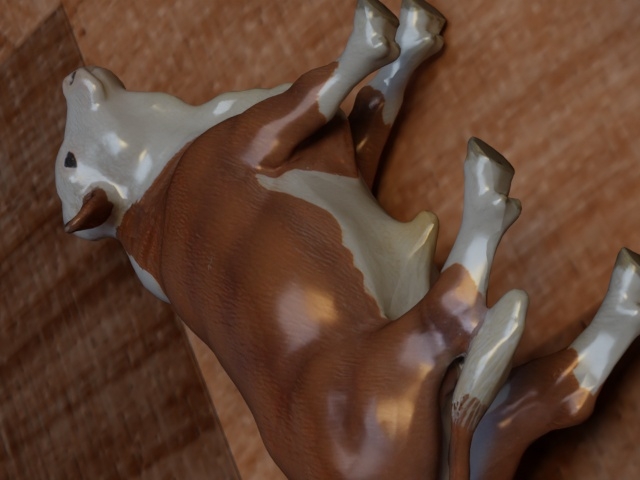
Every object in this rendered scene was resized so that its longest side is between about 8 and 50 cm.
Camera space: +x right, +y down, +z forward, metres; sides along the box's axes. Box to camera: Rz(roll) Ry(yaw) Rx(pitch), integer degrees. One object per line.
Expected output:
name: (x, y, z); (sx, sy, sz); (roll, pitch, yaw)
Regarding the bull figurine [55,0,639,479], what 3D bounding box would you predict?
bull figurine: (0.000, 0.000, 0.807); (0.188, 0.101, 0.310); (-51, 53, 19)
